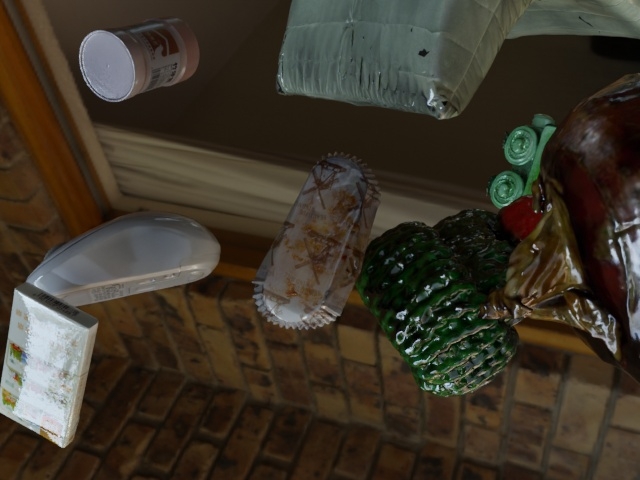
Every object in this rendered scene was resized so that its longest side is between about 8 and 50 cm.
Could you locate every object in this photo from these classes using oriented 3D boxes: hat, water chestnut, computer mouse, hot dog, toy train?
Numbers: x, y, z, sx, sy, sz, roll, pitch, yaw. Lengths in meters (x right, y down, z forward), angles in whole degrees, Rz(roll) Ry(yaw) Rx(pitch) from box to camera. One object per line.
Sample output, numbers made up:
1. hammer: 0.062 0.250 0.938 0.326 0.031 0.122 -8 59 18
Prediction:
1. hat: 0.230 0.046 1.018 0.332 0.274 0.242 -35 -33 2
2. water chestnut: 0.320 0.006 0.701 0.335 0.347 0.335 -21 -90 -80
3. computer mouse: -0.305 0.021 1.079 0.184 0.297 0.121 140 119 -75
4. hot dog: 0.000 0.000 0.926 0.069 0.131 0.252 60 -129 -80
5. toy train: 0.473 -0.137 1.466 0.132 0.188 0.243 4 -73 -42

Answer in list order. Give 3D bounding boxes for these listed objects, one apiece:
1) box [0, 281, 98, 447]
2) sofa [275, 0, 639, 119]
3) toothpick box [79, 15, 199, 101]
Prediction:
1. box: -0.378 0.176 0.960 0.220 0.122 0.032 -69 -10 26
2. sofa: 0.118 -0.159 0.492 0.225 0.210 0.176 9 -81 -35
3. toothpick box: -0.255 -0.261 0.995 0.149 0.098 0.098 -41 -42 -54
